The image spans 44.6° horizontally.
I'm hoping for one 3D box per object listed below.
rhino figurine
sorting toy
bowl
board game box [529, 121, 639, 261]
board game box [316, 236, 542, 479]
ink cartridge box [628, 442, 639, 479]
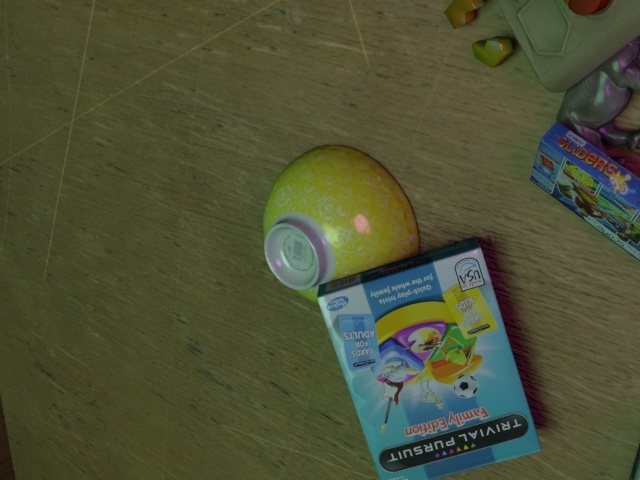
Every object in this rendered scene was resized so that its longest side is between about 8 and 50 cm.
[{"bbox_3d":[0.363,-0.206,0.938,0.106,0.073,0.243,31,126,23],"label":"rhino figurine"},{"bbox_3d":[0.246,-0.287,0.926,0.229,0.041,0.307,60,159,5],"label":"sorting toy"},{"bbox_3d":[0.000,0.000,1.291,0.289,0.156,0.289,18,121,33],"label":"bowl"},{"bbox_3d":[0.360,-0.053,0.985,0.201,0.035,0.136,41,173,18],"label":"board game box"},{"bbox_3d":[0.168,0.194,1.203,0.254,0.079,0.336,-18,100,7],"label":"board game box"},{"bbox_3d":[0.609,0.396,1.040,0.385,0.091,0.308,12,119,17],"label":"ink cartridge box"}]
